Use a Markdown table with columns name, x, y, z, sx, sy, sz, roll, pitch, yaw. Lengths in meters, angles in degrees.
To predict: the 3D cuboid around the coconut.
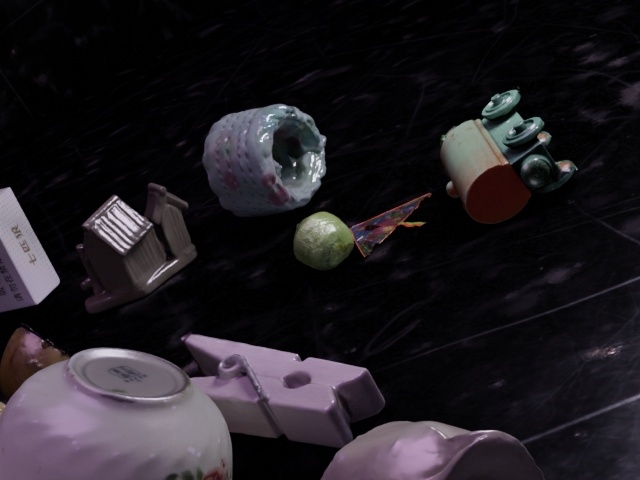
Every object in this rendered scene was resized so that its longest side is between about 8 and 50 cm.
| name | x | y | z | sx | sy | sz | roll | pitch | yaw |
| --- | --- | --- | --- | --- | --- | --- | --- | --- | --- |
| coconut | 0.000 | 0.000 | 1.887 | 0.088 | 0.088 | 0.096 | -36 | 52 | -28 |

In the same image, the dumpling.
| name | x | y | z | sx | sy | sz | roll | pitch | yaw |
| --- | --- | --- | --- | --- | --- | --- | --- | --- | --- |
| dumpling | 0.094 | 0.229 | 1.160 | 0.250 | 0.162 | 0.132 | -23 | 54 | 38 |

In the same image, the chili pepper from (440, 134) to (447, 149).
| name | x | y | z | sx | sy | sz | roll | pitch | yaw |
| --- | --- | --- | --- | --- | --- | --- | --- | --- | --- |
| chili pepper | 0.248 | -0.158 | 2.067 | 0.055 | 0.035 | 0.118 | -46 | 36 | -17 |

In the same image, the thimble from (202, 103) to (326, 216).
| name | x | y | z | sx | sy | sz | roll | pitch | yaw |
| --- | --- | --- | --- | --- | --- | --- | --- | --- | --- |
| thimble | -0.090 | -0.140 | 2.187 | 0.149 | 0.185 | 0.211 | -8 | 12 | 34 |

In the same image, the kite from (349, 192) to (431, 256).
| name | x | y | z | sx | sy | sz | roll | pitch | yaw |
| --- | --- | --- | --- | --- | --- | --- | --- | --- | --- |
| kite | 0.102 | -0.024 | 1.933 | 0.159 | 0.010 | 0.190 | -4 | 30 | 43 |

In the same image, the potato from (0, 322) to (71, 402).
| name | x | y | z | sx | sy | sz | roll | pitch | yaw |
| --- | --- | --- | --- | --- | --- | --- | --- | --- | --- |
| potato | -0.341 | 0.215 | 1.687 | 0.138 | 0.243 | 0.098 | 27 | 73 | 22 |

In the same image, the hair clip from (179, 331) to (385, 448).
| name | x | y | z | sx | sy | sz | roll | pitch | yaw |
| --- | --- | --- | --- | --- | --- | --- | --- | --- | --- |
| hair clip | -0.074 | 0.181 | 1.524 | 0.330 | 0.085 | 0.101 | 1 | 34 | 47 |

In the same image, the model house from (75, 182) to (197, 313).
| name | x | y | z | sx | sy | sz | roll | pitch | yaw |
| --- | --- | --- | --- | --- | --- | --- | --- | --- | --- |
| model house | -0.315 | 0.003 | 2.127 | 0.122 | 0.188 | 0.229 | 19 | 46 | 40 |

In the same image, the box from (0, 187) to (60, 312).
| name | x | y | z | sx | sy | sz | roll | pitch | yaw |
| --- | --- | --- | --- | --- | --- | --- | --- | --- | --- |
| box | -0.677 | 0.041 | 2.370 | 0.330 | 0.210 | 0.095 | -12 | 23 | 30 |

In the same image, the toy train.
| name | x | y | z | sx | sy | sz | roll | pitch | yaw |
| --- | --- | --- | --- | --- | --- | --- | --- | --- | --- |
| toy train | 0.262 | -0.119 | 1.865 | 0.177 | 0.116 | 0.285 | -35 | 20 | 9 |

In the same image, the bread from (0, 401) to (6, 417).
| name | x | y | z | sx | sy | sz | roll | pitch | yaw |
| --- | --- | --- | --- | --- | --- | --- | --- | --- | --- |
| bread | -0.399 | 0.325 | 1.452 | 0.236 | 0.183 | 0.389 | -38 | 25 | 11 |

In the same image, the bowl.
| name | x | y | z | sx | sy | sz | roll | pitch | yaw |
| --- | --- | --- | --- | --- | --- | --- | --- | --- | --- |
| bowl | -0.219 | 0.207 | 1.361 | 0.277 | 0.145 | 0.277 | 13 | 17 | -4 |
